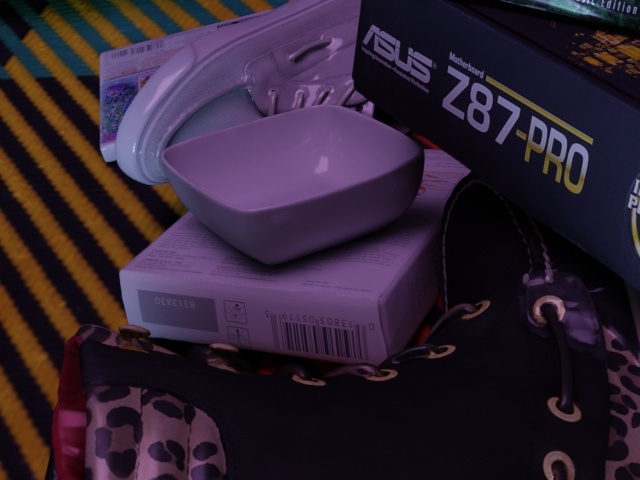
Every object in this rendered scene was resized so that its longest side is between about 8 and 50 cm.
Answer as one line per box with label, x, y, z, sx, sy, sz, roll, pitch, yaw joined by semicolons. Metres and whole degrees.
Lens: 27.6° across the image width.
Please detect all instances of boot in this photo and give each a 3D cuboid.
boot;0.021;0.082;0.614;0.284;0.138;0.377;10;45;-15
boot;-0.014;-0.102;0.932;0.258;0.095;0.123;-37;52;-27

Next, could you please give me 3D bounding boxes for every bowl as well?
bowl;-0.016;-0.034;0.826;0.142;0.053;0.142;-19;27;-23

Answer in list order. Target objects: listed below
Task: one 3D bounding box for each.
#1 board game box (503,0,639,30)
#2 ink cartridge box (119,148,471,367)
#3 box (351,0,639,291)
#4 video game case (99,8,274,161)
board game box;0.161;-0.180;0.759;0.136;0.030;0.259;15;30;22
ink cartridge box;0.000;0.000;0.874;0.181;0.056;0.225;5;26;24
box;0.264;-0.089;0.739;0.394;0.097;0.318;-11;36;-29
video game case;-0.103;-0.129;1.063;0.157;0.019;0.143;-14;41;2
